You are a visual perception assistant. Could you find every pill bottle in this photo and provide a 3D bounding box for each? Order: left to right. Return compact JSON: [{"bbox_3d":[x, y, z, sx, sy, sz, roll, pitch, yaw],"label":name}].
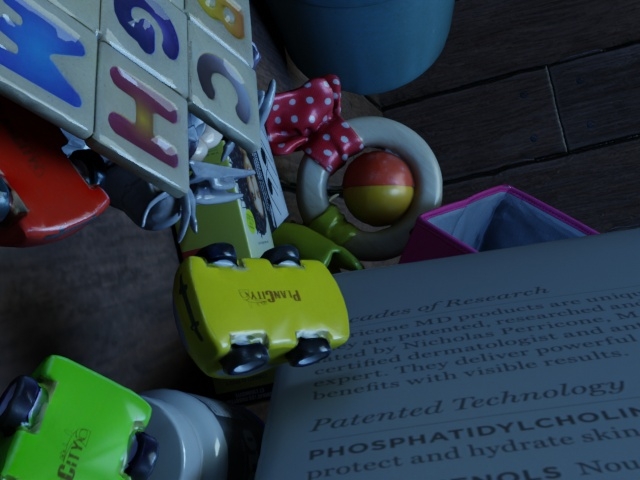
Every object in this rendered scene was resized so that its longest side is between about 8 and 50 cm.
[{"bbox_3d":[-0.077,0.122,0.471,0.137,0.078,0.078,45,33,-70],"label":"pill bottle"}]

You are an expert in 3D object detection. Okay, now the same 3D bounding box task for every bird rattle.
[{"bbox_3d":[0.032,-0.064,0.980,0.143,0.207,0.253,105,-15,-74],"label":"bird rattle"}]

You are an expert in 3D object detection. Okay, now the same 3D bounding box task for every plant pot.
[{"bbox_3d":[0.048,-0.384,1.149,0.334,0.341,0.341,71,10,-68],"label":"plant pot"}]

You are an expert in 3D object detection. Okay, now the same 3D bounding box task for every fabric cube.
[{"bbox_3d":[0.212,0.122,0.950,0.259,0.254,0.258,-19,136,-55],"label":"fabric cube"}]

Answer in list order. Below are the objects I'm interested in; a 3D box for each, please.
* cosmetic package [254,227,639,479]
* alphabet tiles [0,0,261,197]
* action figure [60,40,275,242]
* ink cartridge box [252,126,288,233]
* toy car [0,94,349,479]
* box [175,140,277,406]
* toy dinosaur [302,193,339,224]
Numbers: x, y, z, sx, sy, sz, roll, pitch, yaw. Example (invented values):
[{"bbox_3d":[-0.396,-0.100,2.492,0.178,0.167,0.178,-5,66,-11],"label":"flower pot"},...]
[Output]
[{"bbox_3d":[0.154,0.208,0.530,0.393,0.327,0.329,-86,167,-75],"label":"cosmetic package"},{"bbox_3d":[-0.141,-0.183,0.388,0.342,0.011,0.285,33,41,-46],"label":"alphabet tiles"},{"bbox_3d":[-0.114,-0.127,0.504,0.185,0.099,0.285,23,47,-59],"label":"action figure"},{"bbox_3d":[-0.083,-0.108,0.803,0.097,0.046,0.207,-62,137,-75],"label":"ink cartridge box"},{"bbox_3d":[-0.097,0.050,0.361,0.239,0.053,0.225,34,41,-23],"label":"toy car"},{"bbox_3d":[-0.071,0.010,0.690,0.087,0.058,0.232,-20,97,-79],"label":"box"},{"bbox_3d":[0.000,0.000,1.136,0.092,0.053,0.183,89,1,-63],"label":"toy dinosaur"}]
